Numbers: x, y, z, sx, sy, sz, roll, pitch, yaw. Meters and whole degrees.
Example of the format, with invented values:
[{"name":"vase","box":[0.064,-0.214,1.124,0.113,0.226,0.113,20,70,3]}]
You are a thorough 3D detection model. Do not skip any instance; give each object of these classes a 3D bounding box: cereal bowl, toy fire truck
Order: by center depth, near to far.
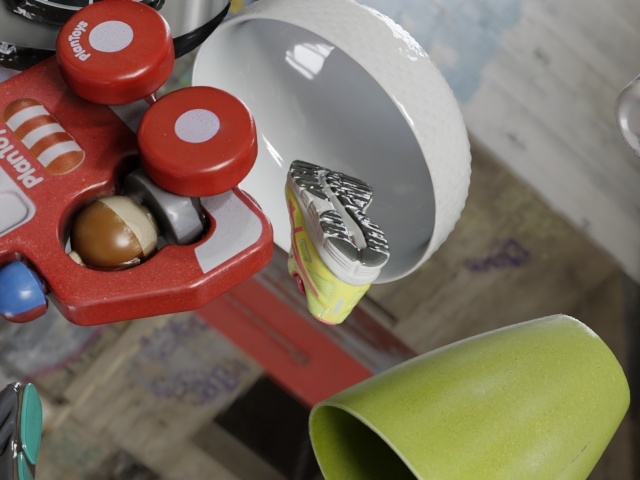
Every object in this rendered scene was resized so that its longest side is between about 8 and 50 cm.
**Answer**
[{"name":"toy fire truck","box":[-0.195,-0.042,1.390,0.254,0.302,0.169,-32,149,-19]},{"name":"cereal bowl","box":[0.028,-0.128,1.776,0.141,0.339,0.339,-42,-175,-35]}]

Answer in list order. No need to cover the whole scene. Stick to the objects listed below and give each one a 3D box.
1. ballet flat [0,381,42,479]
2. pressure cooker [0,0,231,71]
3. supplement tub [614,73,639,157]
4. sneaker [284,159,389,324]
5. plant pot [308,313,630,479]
[{"name":"ballet flat","box":[-0.278,0.201,1.432,0.074,0.074,0.203,-46,-152,18]},{"name":"pressure cooker","box":[-0.250,-0.416,1.599,0.370,0.376,0.420,-44,150,-50]},{"name":"supplement tub","box":[0.247,-0.098,1.053,0.107,0.071,0.071,-41,-172,-23]},{"name":"sneaker","box":[0.000,0.000,1.448,0.208,0.082,0.094,-101,-150,-62]},{"name":"plant pot","box":[0.186,0.215,1.782,0.294,0.274,0.275,-32,-175,-22]}]
